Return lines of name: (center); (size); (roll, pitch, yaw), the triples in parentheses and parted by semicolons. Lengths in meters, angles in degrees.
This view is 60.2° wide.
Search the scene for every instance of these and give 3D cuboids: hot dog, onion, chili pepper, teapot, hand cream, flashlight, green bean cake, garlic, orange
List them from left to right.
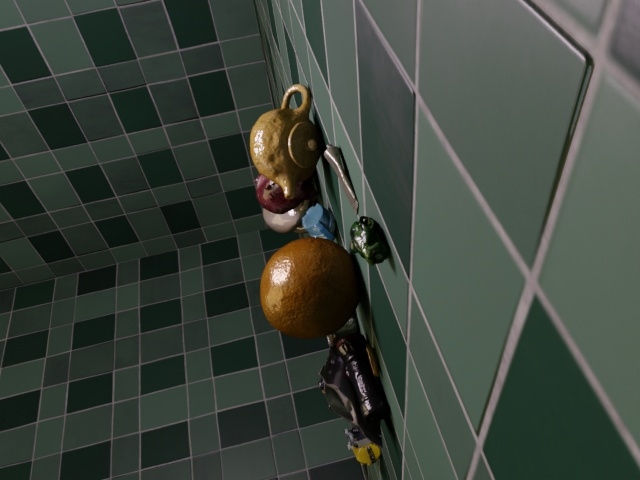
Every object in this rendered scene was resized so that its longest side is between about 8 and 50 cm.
onion: (-0.103, -0.200, 1.875); (0.252, 0.219, 0.252); (-49, 27, 37)
teapot: (-0.069, -0.262, 1.460); (0.203, 0.167, 0.312); (15, -97, -48)
garlic: (-0.080, -0.125, 2.136); (0.246, 0.231, 0.340); (-60, 31, 4)
orange: (-0.030, 0.121, 1.375); (0.264, 0.264, 0.264); (167, 90, -86)
green bean cake: (0.059, 0.253, 1.703); (0.173, 0.094, 0.181); (82, 172, -48)
hand cream: (0.047, -0.132, 1.151); (0.057, 0.037, 0.165); (88, 161, -68)
flashlight: (0.108, 0.356, 1.432); (0.093, 0.092, 0.232); (82, 173, -51)
chili pepper: (0.076, -0.004, 0.972); (0.182, 0.050, 0.073); (-117, 8, -82)
hot dog: (0.132, 0.297, 1.372); (0.037, 0.021, 0.083); (48, -154, -77)

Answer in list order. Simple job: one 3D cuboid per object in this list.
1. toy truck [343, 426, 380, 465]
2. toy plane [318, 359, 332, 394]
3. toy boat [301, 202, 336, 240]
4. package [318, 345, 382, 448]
toy truck: (0.150, 0.726, 1.967); (0.227, 0.097, 0.114); (106, 145, -79)
toy plane: (0.066, 0.467, 2.036); (0.103, 0.204, 0.316); (-54, 23, 20)
toy boat: (0.012, -0.040, 1.636); (0.102, 0.088, 0.215); (42, -174, -17)
package: (0.080, 0.420, 1.481); (0.251, 0.062, 0.204); (54, -168, -3)
